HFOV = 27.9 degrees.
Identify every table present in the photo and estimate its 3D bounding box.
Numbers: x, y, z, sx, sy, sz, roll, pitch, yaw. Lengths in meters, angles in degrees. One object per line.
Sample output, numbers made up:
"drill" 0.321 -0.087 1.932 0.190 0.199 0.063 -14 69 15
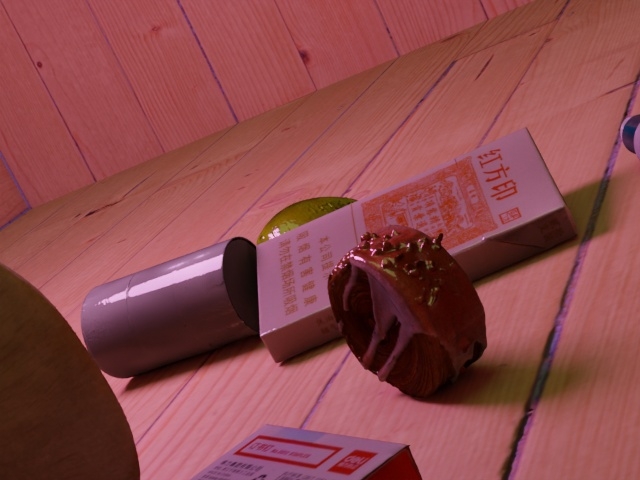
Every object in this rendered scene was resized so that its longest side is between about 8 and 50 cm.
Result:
"table" -0.177 0.086 1.611 0.220 0.126 0.126 -20 15 26

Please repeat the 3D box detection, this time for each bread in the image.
"bread" 0.079 0.064 1.169 0.073 0.160 0.160 -29 13 -26

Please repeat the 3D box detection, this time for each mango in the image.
"mango" 0.000 0.001 1.680 0.178 0.100 0.119 -23 42 -28

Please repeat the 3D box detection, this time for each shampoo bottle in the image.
"shampoo bottle" 0.383 -0.113 1.440 0.074 0.074 0.192 -27 14 -3

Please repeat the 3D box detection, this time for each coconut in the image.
"coconut" -0.335 0.175 1.020 0.344 0.415 0.415 -31 14 -10

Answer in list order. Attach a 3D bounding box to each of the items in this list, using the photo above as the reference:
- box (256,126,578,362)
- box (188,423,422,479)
"box" 0.099 0.002 1.486 0.365 0.051 0.205 -23 29 9
"box" -0.028 0.208 1.046 0.123 0.050 0.229 -32 14 -31
